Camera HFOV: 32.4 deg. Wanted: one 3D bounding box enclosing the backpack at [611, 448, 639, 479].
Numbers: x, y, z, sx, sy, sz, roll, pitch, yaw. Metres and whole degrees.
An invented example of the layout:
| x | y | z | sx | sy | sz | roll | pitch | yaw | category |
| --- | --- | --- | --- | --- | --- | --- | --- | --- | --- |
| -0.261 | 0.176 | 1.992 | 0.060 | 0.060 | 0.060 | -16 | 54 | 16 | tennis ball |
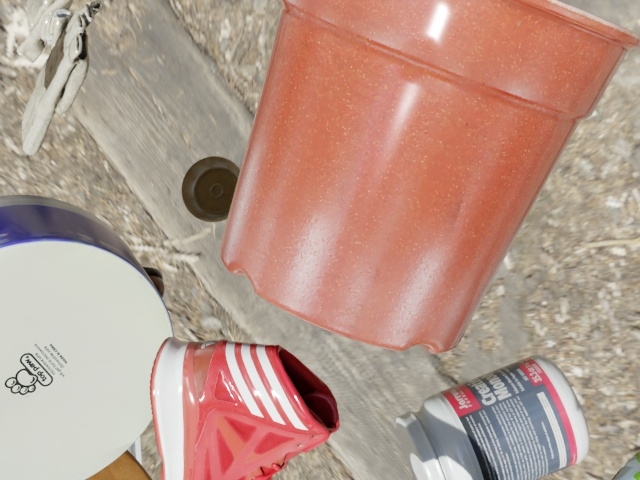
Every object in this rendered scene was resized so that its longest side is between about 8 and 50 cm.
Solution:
| x | y | z | sx | sy | sz | roll | pitch | yaw | category |
| --- | --- | --- | --- | --- | --- | --- | --- | --- | --- |
| 0.329 | 0.365 | 1.035 | 0.290 | 0.273 | 0.355 | 60 | 42 | -28 | backpack |

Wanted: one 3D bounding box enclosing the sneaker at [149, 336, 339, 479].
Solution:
| x | y | z | sx | sy | sz | roll | pitch | yaw | category |
| --- | --- | --- | --- | --- | --- | --- | --- | --- | --- |
| -0.048 | 0.175 | 0.808 | 0.128 | 0.087 | 0.221 | -2 | 116 | 9 | sneaker |

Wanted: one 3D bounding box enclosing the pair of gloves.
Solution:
| x | y | z | sx | sy | sz | roll | pitch | yaw | category |
| --- | --- | --- | --- | --- | --- | --- | --- | --- | --- |
| -0.307 | -0.245 | 1.274 | 0.042 | 0.204 | 0.240 | 16 | 52 | -30 | pair of gloves |

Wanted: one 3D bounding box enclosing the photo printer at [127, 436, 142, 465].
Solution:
| x | y | z | sx | sy | sz | roll | pitch | yaw | category |
| --- | --- | --- | --- | --- | --- | --- | --- | --- | --- |
| -0.366 | 0.243 | 1.632 | 0.107 | 0.256 | 0.307 | -20 | 123 | -35 | photo printer |

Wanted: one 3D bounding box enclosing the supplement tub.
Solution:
| x | y | z | sx | sy | sz | roll | pitch | yaw | category |
| --- | --- | --- | --- | --- | --- | --- | --- | --- | --- |
| 0.280 | 0.317 | 1.797 | 0.272 | 0.191 | 0.191 | -20 | 86 | -8 | supplement tub |

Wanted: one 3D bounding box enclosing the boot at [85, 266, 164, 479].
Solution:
| x | y | z | sx | sy | sz | roll | pitch | yaw | category |
| --- | --- | --- | --- | --- | --- | --- | --- | --- | --- |
| -0.230 | 0.189 | 1.192 | 0.264 | 0.096 | 0.280 | -27 | 71 | -24 | boot |

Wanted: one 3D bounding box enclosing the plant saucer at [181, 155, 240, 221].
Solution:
| x | y | z | sx | sy | sz | roll | pitch | yaw | category |
| --- | --- | --- | --- | --- | --- | --- | --- | --- | --- |
| -0.130 | -0.062 | 1.365 | 0.083 | 0.015 | 0.083 | -5 | 103 | -21 | plant saucer |

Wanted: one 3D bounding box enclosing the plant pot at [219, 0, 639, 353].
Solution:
| x | y | z | sx | sy | sz | roll | pitch | yaw | category |
| --- | --- | --- | --- | --- | --- | --- | --- | --- | --- |
| 0.059 | -0.076 | 0.826 | 0.272 | 0.272 | 0.265 | 21 | 104 | -2 | plant pot |

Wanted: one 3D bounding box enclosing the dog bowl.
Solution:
| x | y | z | sx | sy | sz | roll | pitch | yaw | category |
| --- | --- | --- | --- | --- | --- | --- | --- | --- | --- |
| -0.271 | 0.098 | 0.995 | 0.265 | 0.104 | 0.265 | -12 | 118 | -24 | dog bowl |
